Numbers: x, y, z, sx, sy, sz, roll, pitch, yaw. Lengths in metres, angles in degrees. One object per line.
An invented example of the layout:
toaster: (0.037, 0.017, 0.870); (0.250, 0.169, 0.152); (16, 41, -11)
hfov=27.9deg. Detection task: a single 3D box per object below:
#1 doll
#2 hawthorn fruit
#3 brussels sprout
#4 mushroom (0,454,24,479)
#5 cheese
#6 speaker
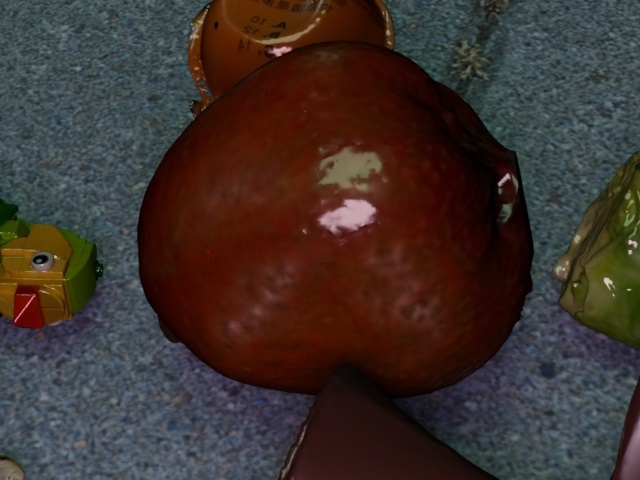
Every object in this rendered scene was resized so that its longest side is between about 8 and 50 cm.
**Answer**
doll: (-0.281, 0.016, 1.132); (0.186, 0.106, 0.134); (21, 42, 26)
hawthorn fruit: (0.008, -0.013, 0.991); (0.311, 0.295, 0.295); (0, 46, 4)
brussels sprout: (0.268, 0.013, 1.037); (0.122, 0.151, 0.149); (34, 26, 1)
mushroom: (-0.255, 0.246, 0.911); (0.116, 0.093, 0.225); (-20, 47, 20)
cheese: (-0.048, -0.158, 1.254); (0.217, 0.129, 0.329); (15, 62, 18)
speaker: (0.142, 0.176, 0.850); (0.329, 0.198, 0.259); (11, 70, 11)
